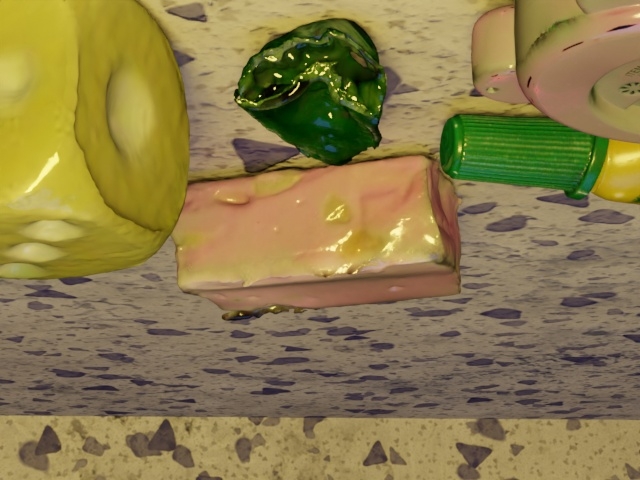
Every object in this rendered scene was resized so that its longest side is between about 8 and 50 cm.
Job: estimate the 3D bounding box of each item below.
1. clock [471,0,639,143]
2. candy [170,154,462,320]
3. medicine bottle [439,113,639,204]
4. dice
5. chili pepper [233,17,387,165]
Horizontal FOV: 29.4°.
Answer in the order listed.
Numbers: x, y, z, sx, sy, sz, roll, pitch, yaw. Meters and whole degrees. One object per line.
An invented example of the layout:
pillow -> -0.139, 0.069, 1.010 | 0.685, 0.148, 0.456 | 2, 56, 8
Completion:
clock -> 0.241, -0.132, 0.792 | 0.247, 0.090, 0.227 | 7, 161, -19
candy -> 0.000, 0.000, 1.168 | 0.265, 0.116, 0.155 | -6, 162, 17
medicine bottle -> 0.253, -0.068, 1.023 | 0.309, 0.076, 0.111 | 2, 157, -11
dice -> -0.195, -0.072, 0.817 | 0.169, 0.169, 0.166 | -7, 162, 20
chili pepper -> -0.004, -0.101, 0.932 | 0.108, 0.062, 0.216 | 5, 164, 3
